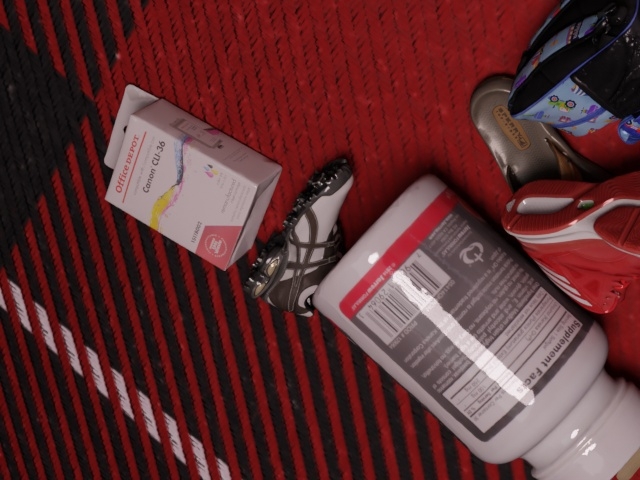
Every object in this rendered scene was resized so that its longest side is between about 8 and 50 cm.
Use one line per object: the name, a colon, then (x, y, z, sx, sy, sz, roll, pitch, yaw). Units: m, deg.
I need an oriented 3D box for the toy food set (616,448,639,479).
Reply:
toy food set: (0.401, 0.237, 1.283, 0.192, 0.038, 0.132, 32, 128, 1)

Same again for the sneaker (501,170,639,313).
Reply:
sneaker: (0.279, 0.007, 1.149, 0.221, 0.087, 0.128, 12, 152, 45)

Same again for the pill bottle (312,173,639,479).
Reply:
pill bottle: (0.161, 0.100, 1.251, 0.318, 0.176, 0.176, 43, 122, 3)

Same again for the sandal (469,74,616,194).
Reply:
sandal: (0.216, -0.059, 1.224, 0.090, 0.060, 0.219, -35, 95, 33)

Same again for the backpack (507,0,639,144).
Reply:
backpack: (0.247, -0.156, 1.118, 0.117, 0.158, 0.173, 35, 137, -13)

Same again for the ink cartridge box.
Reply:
ink cartridge box: (-0.154, -0.070, 1.392, 0.198, 0.067, 0.115, 30, 121, 12)

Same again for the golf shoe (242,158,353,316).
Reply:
golf shoe: (0.000, 0.000, 1.354, 0.094, 0.077, 0.198, 32, 129, -3)
